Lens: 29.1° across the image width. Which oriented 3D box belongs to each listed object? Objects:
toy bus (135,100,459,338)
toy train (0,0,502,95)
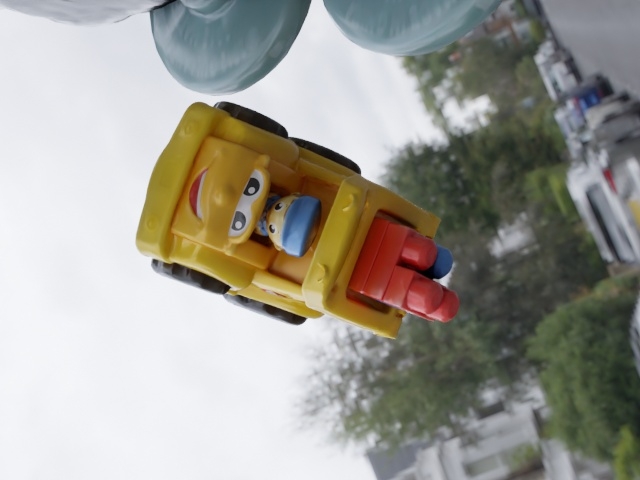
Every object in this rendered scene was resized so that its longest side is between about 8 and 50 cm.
[{"bbox_3d":[0.000,0.000,0.958,0.211,0.149,0.220,21,177,38],"label":"toy bus"},{"bbox_3d":[-0.002,-0.148,0.301,0.142,0.334,0.190,9,-97,-42],"label":"toy train"}]
